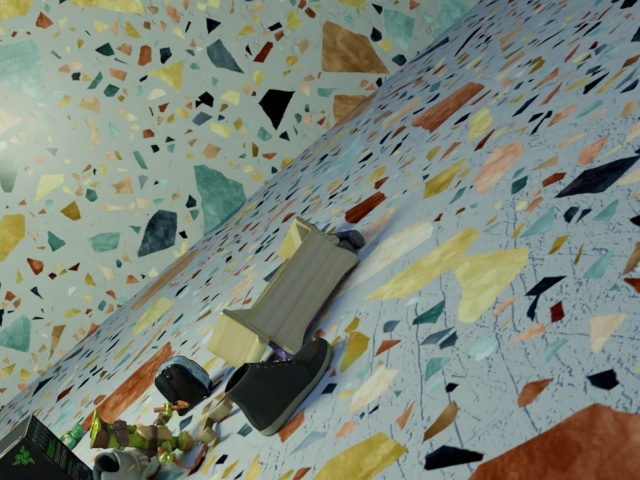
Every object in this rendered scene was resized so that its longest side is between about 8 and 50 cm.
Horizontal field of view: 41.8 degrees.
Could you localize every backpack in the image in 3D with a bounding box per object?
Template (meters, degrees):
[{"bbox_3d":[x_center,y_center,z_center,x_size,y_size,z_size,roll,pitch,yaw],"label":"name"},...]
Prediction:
[{"bbox_3d":[-0.313,0.316,1.887,0.105,0.114,0.084,-38,15,14],"label":"backpack"}]

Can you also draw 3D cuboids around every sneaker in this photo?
[{"bbox_3d":[-0.397,0.453,1.689,0.099,0.121,0.262,-41,14,2],"label":"sneaker"},{"bbox_3d":[-0.071,0.232,1.517,0.083,0.118,0.222,-23,23,50],"label":"sneaker"}]

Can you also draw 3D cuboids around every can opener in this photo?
[{"bbox_3d":[0.000,0.000,2.058,0.076,0.095,0.283,-48,16,-21],"label":"can opener"}]

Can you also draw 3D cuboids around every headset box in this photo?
[{"bbox_3d":[-0.574,0.517,1.628,0.246,0.283,0.131,-41,14,-4],"label":"headset box"}]

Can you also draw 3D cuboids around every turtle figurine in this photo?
[{"bbox_3d":[-0.348,0.388,1.676,0.269,0.218,0.087,-123,48,-67],"label":"turtle figurine"}]

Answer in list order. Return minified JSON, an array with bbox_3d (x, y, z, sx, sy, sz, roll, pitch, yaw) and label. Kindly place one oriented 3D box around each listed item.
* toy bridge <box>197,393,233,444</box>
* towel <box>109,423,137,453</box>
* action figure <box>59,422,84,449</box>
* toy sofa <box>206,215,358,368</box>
[{"bbox_3d":[-0.202,0.345,1.682,0.063,0.026,0.188,-41,9,34],"label":"toy bridge"},{"bbox_3d":[-0.447,0.481,1.839,0.148,0.027,0.110,-63,-4,-60],"label":"towel"},{"bbox_3d":[-0.745,0.589,2.299,0.232,0.063,0.137,-40,11,-13],"label":"action figure"},{"bbox_3d":[-0.077,0.131,1.833,0.362,0.177,0.150,-55,-4,-43],"label":"toy sofa"}]
